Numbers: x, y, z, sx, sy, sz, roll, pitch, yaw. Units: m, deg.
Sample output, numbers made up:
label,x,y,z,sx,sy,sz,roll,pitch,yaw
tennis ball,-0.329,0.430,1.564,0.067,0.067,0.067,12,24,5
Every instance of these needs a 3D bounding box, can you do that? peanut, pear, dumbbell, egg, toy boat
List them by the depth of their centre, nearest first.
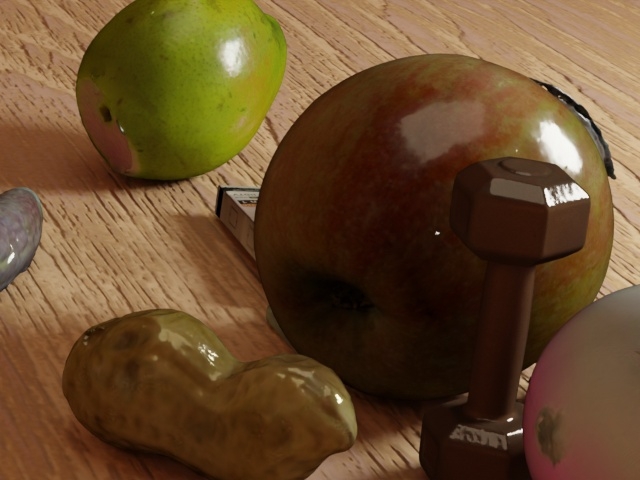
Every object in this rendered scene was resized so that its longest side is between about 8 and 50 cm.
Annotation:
label,x,y,z,sx,sy,sz,roll,pitch,yaw
egg,0.258,0.120,1.263,0.271,0.196,0.196,8,19,-16
peanut,-0.073,0.106,1.317,0.229,0.098,0.103,15,-16,29
dumbbell,0.120,0.060,1.320,0.082,0.231,0.092,0,19,-16
toy boat,-0.310,-0.018,1.618,0.155,0.085,0.227,10,20,8
pear,-0.125,-0.158,1.899,0.219,0.187,0.187,-33,37,-22

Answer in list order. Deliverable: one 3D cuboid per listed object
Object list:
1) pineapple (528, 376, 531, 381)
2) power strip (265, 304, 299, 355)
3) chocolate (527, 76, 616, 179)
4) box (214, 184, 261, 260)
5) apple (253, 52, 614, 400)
label,x,y,z,sx,sy,sz,roll,pitch,yaw
pineapple,0.254,0.130,1.458,0.221,0.047,0.221,4,23,-2
power strip,-0.012,0.071,1.569,0.040,0.016,0.090,-2,22,-23
chocolate,0.148,-0.019,1.701,0.221,0.221,0.147,6,47,-1
box,0.000,0.000,1.725,0.129,0.033,0.247,3,16,-19
apple,0.080,-0.005,1.465,0.256,0.257,0.234,16,38,24
